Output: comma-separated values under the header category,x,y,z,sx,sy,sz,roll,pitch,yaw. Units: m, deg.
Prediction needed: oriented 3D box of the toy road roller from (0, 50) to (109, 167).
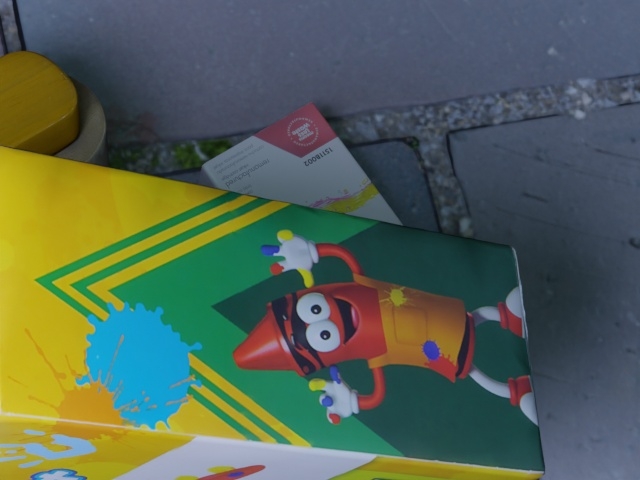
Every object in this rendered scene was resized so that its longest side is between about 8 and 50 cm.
category,x,y,z,sx,sy,sz,roll,pitch,yaw
toy road roller,-0.343,-0.043,1.423,0.330,0.202,0.240,-29,61,-23

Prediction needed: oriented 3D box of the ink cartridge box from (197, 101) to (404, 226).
category,x,y,z,sx,sy,sz,roll,pitch,yaw
ink cartridge box,0.000,0.000,1.536,0.115,0.067,0.198,-32,78,-20

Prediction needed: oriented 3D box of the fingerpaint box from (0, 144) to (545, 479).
category,x,y,z,sx,sy,sz,roll,pitch,yaw
fingerpaint box,-0.146,0.115,1.201,0.371,0.445,0.163,10,64,-34
